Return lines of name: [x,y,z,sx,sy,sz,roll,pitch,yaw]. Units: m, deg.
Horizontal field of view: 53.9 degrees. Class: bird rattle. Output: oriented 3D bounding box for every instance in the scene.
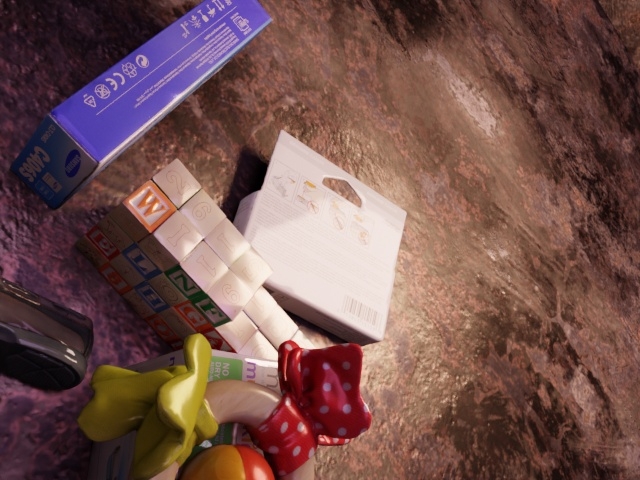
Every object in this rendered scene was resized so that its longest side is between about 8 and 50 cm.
bird rattle: [-0.073,0.179,0.531,0.253,0.143,0.207,18,75,-42]

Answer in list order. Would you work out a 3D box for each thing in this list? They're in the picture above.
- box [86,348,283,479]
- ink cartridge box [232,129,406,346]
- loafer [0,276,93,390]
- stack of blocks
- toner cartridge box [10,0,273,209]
box: [-0.143,0.261,0.647,0.126,0.231,0.262,17,65,-33]
ink cartridge box: [0.000,0.000,0.967,0.275,0.060,0.239,31,57,-26]
loafer: [-0.359,0.064,0.653,0.267,0.096,0.084,39,34,-29]
stack of blocks: [-0.138,0.067,0.760,0.297,0.171,0.087,51,51,-13]
toner cartridge box: [-0.215,-0.192,0.795,0.075,0.165,0.348,48,52,-15]
